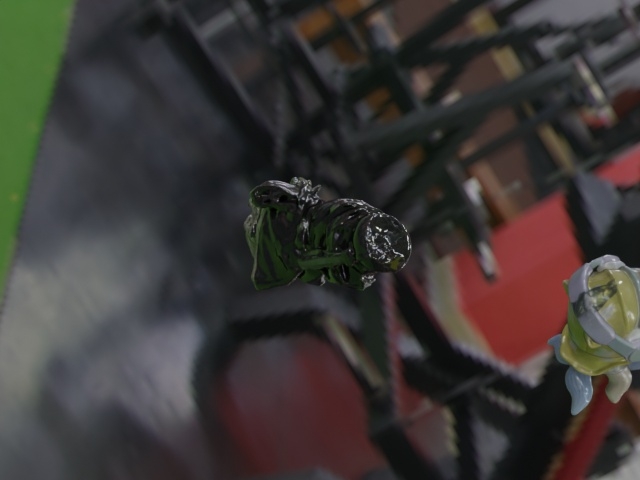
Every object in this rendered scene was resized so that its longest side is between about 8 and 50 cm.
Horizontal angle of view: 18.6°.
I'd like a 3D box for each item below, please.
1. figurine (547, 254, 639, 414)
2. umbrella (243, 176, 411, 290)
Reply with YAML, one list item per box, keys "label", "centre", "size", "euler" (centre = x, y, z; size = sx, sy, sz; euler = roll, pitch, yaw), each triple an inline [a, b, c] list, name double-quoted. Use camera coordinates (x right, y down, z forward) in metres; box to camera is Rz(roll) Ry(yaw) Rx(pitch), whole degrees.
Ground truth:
- label: "figurine"
  centre: [0.313, 0.092, 2.051]
  size: [0.183, 0.208, 0.128]
  euler: [13, 47, -38]
- label: "umbrella"
  centre: [-0.003, -0.005, 1.987]
  size: [0.357, 0.106, 0.113]
  euler: [-169, -109, -72]
